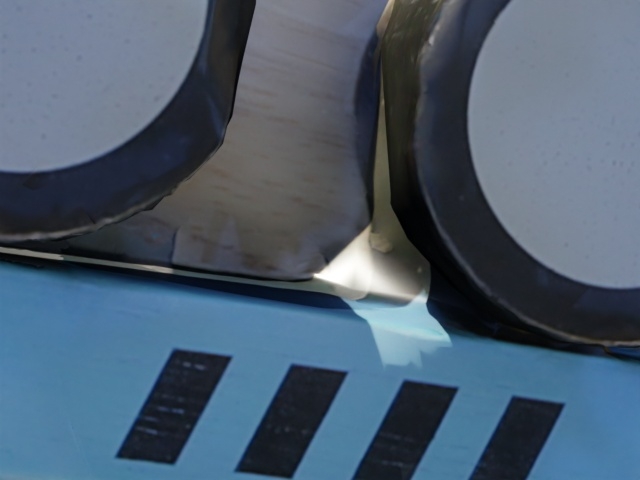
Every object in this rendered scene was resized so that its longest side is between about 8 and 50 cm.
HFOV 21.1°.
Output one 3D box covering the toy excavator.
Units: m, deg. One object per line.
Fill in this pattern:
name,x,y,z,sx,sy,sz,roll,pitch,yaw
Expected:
toy excavator,0.017,0.134,0.498,0.433,0.222,0.445,10,91,-17
